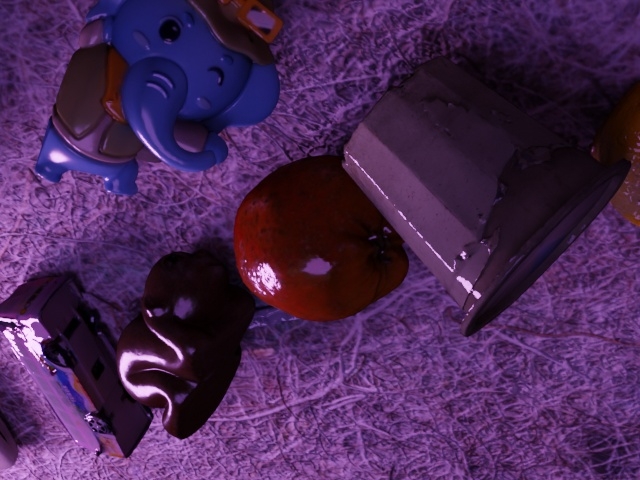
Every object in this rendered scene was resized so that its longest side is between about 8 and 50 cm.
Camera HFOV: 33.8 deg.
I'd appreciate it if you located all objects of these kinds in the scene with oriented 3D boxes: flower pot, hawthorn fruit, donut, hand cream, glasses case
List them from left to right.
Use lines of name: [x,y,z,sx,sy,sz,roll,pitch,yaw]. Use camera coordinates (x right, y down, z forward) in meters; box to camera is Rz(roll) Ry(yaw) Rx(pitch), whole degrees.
glasses case: [-0.523,0.269,1.571,0.081,0.051,0.204,-8,127,23]
hand cream: [-0.066,0.093,1.292,0.093,0.019,0.030,-14,123,20]
hawthorn fruit: [0.000,0.000,1.084,0.189,0.189,0.189,9,132,11]
flower pot: [0.139,-0.057,0.952,0.202,0.212,0.212,47,134,12]
donut: [0.338,-0.076,0.971,0.162,0.065,0.178,21,134,1]

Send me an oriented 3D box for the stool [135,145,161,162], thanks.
stool: [-0.196,-0.132,1.083,0.110,0.096,0.096,20,133,-4]

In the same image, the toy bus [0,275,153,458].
toy bus: [-0.326,0.171,1.395,0.112,0.090,0.274,0,129,30]

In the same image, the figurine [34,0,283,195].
figurine: [-0.144,-0.145,0.976,0.180,0.154,0.262,32,97,8]

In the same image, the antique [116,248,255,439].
antique: [-0.172,0.115,1.277,0.143,0.121,0.257,41,139,18]
